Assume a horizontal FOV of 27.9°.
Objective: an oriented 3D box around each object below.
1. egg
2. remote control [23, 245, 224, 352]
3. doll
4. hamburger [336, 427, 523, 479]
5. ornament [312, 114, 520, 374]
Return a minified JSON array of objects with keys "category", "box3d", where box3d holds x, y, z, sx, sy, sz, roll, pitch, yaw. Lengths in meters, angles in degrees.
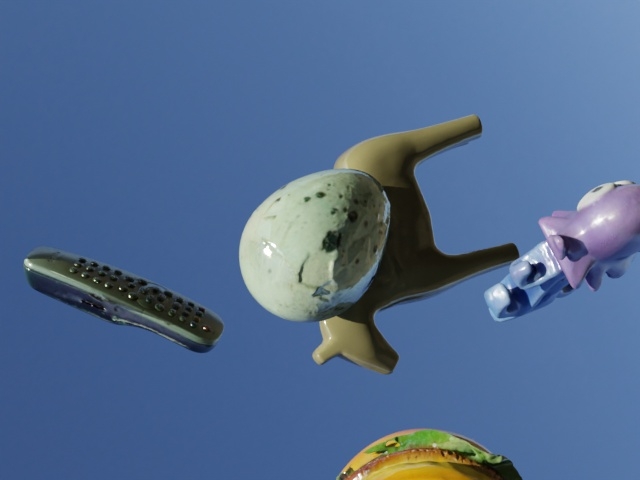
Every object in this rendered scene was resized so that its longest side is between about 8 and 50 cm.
[{"category":"egg","box3d":[0.000,0.000,1.200,0.131,0.131,0.164,42,-103,-4]},{"category":"remote control","box3d":[-0.208,0.062,1.364,0.222,0.042,0.072,22,-157,0]},{"category":"doll","box3d":[0.186,0.012,0.956,0.110,0.206,0.067,-13,-111,-41]},{"category":"hamburger","box3d":[0.119,0.311,1.393,0.246,0.246,0.170,37,-163,-10]},{"category":"ornament","box3d":[0.079,0.008,1.295,0.245,0.061,0.230,-17,-92,-22]}]
